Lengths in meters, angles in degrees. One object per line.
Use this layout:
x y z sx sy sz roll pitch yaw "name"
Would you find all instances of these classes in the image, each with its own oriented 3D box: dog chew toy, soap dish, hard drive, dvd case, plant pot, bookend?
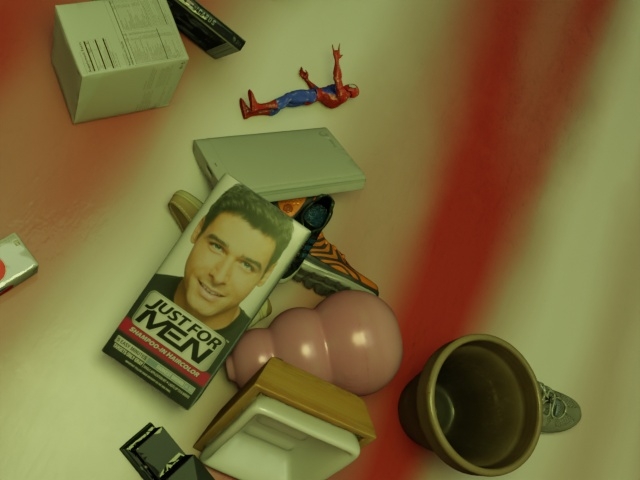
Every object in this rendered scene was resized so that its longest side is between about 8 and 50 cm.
-0.016 0.212 1.343 0.331 0.206 0.207 -11 78 -10 "dog chew toy"
-0.067 0.336 1.242 0.228 0.291 0.118 27 45 -13 "soap dish"
-0.086 -0.157 1.456 0.307 0.040 0.203 -10 44 -26 "hard drive"
-0.276 -0.458 1.417 0.238 0.179 0.030 35 83 -25 "dvd case"
0.271 0.333 1.410 0.262 0.229 0.263 7 72 -22 "plant pot"
-0.256 0.391 1.200 0.072 0.157 0.156 -39 93 -29 "bookend"

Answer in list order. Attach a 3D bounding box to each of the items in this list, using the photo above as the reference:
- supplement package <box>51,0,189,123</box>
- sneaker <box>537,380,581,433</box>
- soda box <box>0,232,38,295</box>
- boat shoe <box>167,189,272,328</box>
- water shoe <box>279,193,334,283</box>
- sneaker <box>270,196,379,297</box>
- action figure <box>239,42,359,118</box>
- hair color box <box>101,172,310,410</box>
-0.390 -0.348 1.348 0.203 0.194 0.149 -18 80 -28 "supplement package"
0.473 0.363 1.554 0.281 0.115 0.105 17 68 -18 "sneaker"
-0.596 0.079 1.196 0.216 0.069 0.074 -37 92 -28 "soda box"
-0.215 0.041 1.357 0.098 0.109 0.302 -34 89 -22 "boat shoe"
-0.042 -0.011 1.345 0.072 0.080 0.203 32 62 1 "water shoe"
0.000 0.000 1.453 0.321 0.124 0.180 29 66 -13 "sneaker"
-0.042 -0.354 1.560 0.280 0.091 0.139 -9 88 -26 "action figure"
-0.195 0.088 1.252 0.185 0.113 0.375 34 87 1 "hair color box"
